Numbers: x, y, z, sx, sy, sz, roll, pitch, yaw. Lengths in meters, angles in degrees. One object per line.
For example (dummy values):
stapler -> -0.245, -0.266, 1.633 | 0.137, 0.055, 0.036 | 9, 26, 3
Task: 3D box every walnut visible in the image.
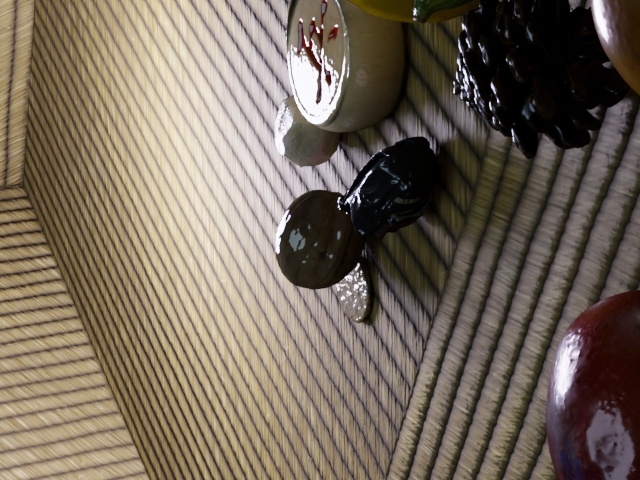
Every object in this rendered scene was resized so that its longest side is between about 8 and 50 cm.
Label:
walnut -> 0.000, 0.000, 2.479 | 0.140, 0.140, 0.162 | 28, 102, 61

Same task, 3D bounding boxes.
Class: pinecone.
pinecone -> 0.252, -0.202, 1.798 | 0.201, 0.202, 0.229 | -47, 30, 33

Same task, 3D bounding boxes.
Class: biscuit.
biscuit -> 0.053, 0.074, 2.546 | 0.120, 0.015, 0.120 | 172, 90, -66

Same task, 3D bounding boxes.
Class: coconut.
coconut -> -0.021, -0.170, 2.521 | 0.110, 0.110, 0.124 | 56, 139, 45

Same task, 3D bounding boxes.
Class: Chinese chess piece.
Chinese chess piece -> 0.035, -0.285, 2.360 | 0.250, 0.103, 0.249 | 174, 90, -66

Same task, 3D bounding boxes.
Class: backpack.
backpack -> 0.108, -0.074, 2.258 | 0.106, 0.120, 0.165 | 55, 152, 6

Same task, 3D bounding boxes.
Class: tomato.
tomato -> 0.336, 0.229, 1.771 | 0.290, 0.176, 0.335 | 176, 85, -69

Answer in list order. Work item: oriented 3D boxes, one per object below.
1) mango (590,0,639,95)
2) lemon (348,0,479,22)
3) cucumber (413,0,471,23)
mango -> 0.408, -0.280, 1.346 | 0.300, 0.232, 0.445 | 49, 136, 8
lemon -> 0.114, -0.409, 1.917 | 0.297, 0.297, 0.297 | 171, 90, -66
cucumber -> 0.184, -0.335, 1.745 | 0.244, 0.134, 0.134 | -49, 35, 1
